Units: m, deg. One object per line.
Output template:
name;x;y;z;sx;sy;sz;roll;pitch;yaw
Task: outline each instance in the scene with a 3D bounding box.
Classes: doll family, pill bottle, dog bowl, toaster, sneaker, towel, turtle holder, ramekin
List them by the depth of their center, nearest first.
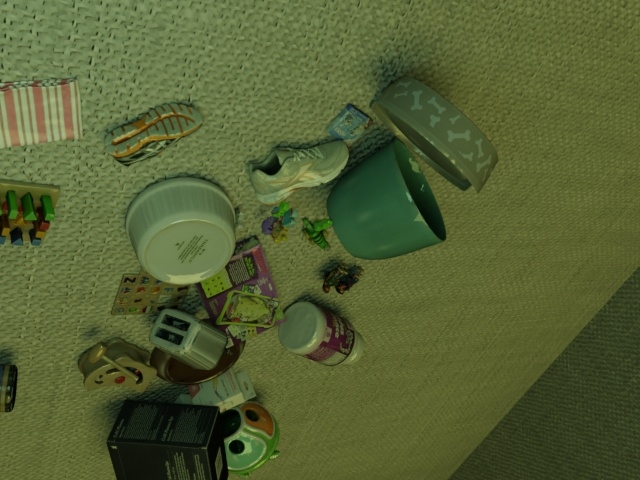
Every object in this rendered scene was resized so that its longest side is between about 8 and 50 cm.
towel;-0.571;-0.245;1.364;0.197;0.029;0.144;-11;140;-22
sneaker;-0.353;-0.225;1.494;0.215;0.084;0.083;-21;155;-6
dog bowl;0.276;-0.254;1.657;0.102;0.349;0.349;-48;140;4
ramekin;-0.329;-0.011;1.677;0.273;0.127;0.272;-11;134;-12
sneaker;-0.054;-0.189;1.707;0.262;0.099;0.121;-28;138;-3
pill bottle;-0.896;0.375;1.768;0.219;0.122;0.122;5;132;-19
toaster;-0.367;0.274;1.929;0.146;0.227;0.129;43;67;-49
doll family;0.062;0.126;2.153;0.193;0.076;0.111;19;117;-47
pill bottle;0.014;0.315;2.255;0.169;0.169;0.301;-41;141;15
turtle holder;-0.316;0.682;2.428;0.320;0.243;0.227;-8;146;17

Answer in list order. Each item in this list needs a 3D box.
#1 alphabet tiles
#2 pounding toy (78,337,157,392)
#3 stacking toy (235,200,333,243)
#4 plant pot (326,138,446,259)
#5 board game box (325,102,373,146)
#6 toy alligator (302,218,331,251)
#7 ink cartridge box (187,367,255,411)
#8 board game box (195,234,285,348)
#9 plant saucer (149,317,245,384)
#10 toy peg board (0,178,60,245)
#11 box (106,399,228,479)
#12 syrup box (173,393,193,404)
alphabet tiles;-0.443;0.119;1.874;0.198;0.009;0.237;2;132;-33
pounding toy;-0.581;0.384;1.965;0.154;0.155;0.269;-40;141;6
stacking toy;-0.104;-0.052;1.785;0.221;0.052;0.167;-16;157;43
plant pot;0.159;-0.083;1.821;0.235;0.293;0.293;-26;145;20
board game box;0.073;-0.288;1.733;0.090;0.020;0.090;-44;140;21
toy alligator;0.000;0.000;1.985;0.056;0.051;0.189;-33;142;5
ink cartridge box;-0.326;0.495;2.287;0.198;0.115;0.067;-22;141;-11
board game box;-0.231;0.156;1.983;0.208;0.056;0.346;-21;135;-9
plant saucer;-0.372;0.359;2.161;0.311;0.050;0.310;-19;142;-15
toy peg board;-0.659;-0.042;1.497;0.161;0.079;0.160;6;130;-36
box;-0.475;0.696;2.212;0.313;0.179;0.343;2;123;5
syrup box;-0.478;0.630;2.358;0.093;0.096;0.237;13;126;-39
